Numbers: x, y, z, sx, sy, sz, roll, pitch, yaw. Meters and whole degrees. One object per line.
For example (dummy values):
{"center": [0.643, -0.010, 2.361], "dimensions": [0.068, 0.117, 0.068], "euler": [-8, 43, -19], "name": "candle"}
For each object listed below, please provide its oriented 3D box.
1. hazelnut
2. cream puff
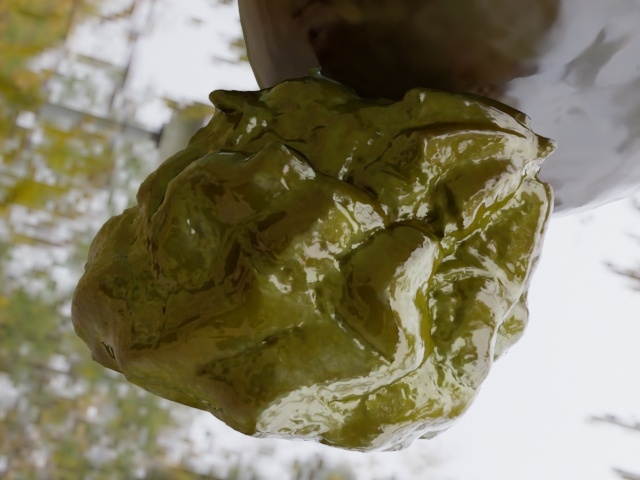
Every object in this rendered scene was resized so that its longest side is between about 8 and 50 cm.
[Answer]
{"center": [0.059, -0.112, 0.741], "dimensions": [0.208, 0.208, 0.208], "euler": [-164, -90, -74], "name": "hazelnut"}
{"center": [0.000, 0.000, 0.638], "dimensions": [0.146, 0.146, 0.116], "euler": [-130, -125, -71], "name": "cream puff"}
